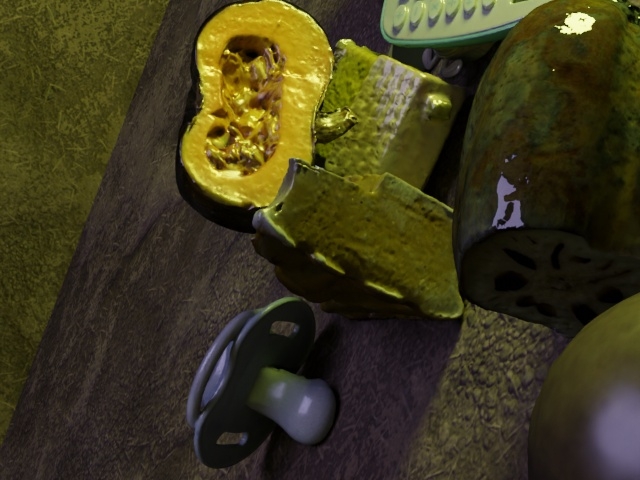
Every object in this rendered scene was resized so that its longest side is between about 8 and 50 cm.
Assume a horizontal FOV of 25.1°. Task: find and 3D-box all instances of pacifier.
[{"bbox_3d":[-0.068,0.224,2.051,0.207,0.227,0.279,29,98,27],"label":"pacifier"}]

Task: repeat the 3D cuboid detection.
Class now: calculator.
[{"bbox_3d":[0.228,-0.373,1.909,0.386,0.054,0.256,-3,65,42],"label":"calculator"}]

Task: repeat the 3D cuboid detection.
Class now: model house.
[{"bbox_3d":[0.090,-0.156,1.991,0.193,0.174,0.234,-65,20,6],"label":"model house"}]

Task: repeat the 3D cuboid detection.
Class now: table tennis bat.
[{"bbox_3d":[0.124,-0.281,2.232,0.274,0.021,0.154,-38,37,47],"label":"table tennis bat"}]

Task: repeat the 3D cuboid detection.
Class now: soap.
[{"bbox_3d":[0.000,0.000,1.885,0.338,0.304,0.169,-5,62,65],"label":"soap"}]

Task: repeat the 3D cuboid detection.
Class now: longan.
[{"bbox_3d":[0.299,0.165,1.128,0.297,0.297,0.297,-48,30,39],"label":"longan"}]

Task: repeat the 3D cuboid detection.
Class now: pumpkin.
[{"bbox_3d":[-0.073,-0.142,1.946,0.232,0.242,0.325,95,-175,-67],"label":"pumpkin"}]

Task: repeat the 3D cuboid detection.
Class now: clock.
[{"bbox_3d":[0.208,-0.319,2.020,0.191,0.062,0.151,-65,25,8],"label":"clock"}]

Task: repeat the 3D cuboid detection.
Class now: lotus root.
[{"bbox_3d":[0.266,-0.094,1.491,0.250,0.250,0.346,-26,42,58],"label":"lotus root"}]

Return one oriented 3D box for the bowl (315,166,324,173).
[{"bbox_3d":[0.004,-0.120,2.266,0.189,0.086,0.189,-49,28,39],"label":"bowl"}]
